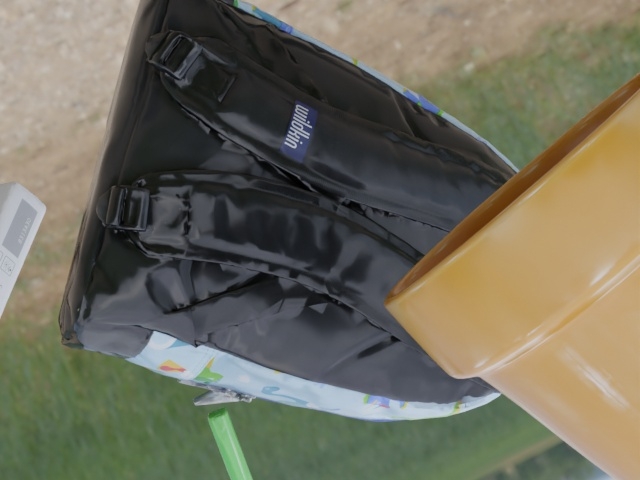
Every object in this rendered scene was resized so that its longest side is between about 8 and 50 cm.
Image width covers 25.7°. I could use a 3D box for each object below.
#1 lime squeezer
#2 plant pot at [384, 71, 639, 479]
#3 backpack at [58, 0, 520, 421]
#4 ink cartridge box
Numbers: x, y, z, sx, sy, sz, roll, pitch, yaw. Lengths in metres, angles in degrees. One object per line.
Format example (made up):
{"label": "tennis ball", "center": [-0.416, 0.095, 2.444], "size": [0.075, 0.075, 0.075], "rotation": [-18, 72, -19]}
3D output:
{"label": "lime squeezer", "center": [-0.023, 0.237, 1.010], "size": [0.058, 0.110, 0.310], "rotation": [-6, 144, 9]}
{"label": "plant pot", "center": [0.170, 0.036, 0.733], "size": [0.205, 0.188, 0.205], "rotation": [-41, 179, -1]}
{"label": "backpack", "center": [0.000, 0.000, 1.054], "size": [0.355, 0.290, 0.273], "rotation": [14, 162, -12]}
{"label": "ink cartridge box", "center": [-0.390, 0.040, 1.377], "size": [0.224, 0.181, 0.056], "rotation": [-7, 142, 33]}
